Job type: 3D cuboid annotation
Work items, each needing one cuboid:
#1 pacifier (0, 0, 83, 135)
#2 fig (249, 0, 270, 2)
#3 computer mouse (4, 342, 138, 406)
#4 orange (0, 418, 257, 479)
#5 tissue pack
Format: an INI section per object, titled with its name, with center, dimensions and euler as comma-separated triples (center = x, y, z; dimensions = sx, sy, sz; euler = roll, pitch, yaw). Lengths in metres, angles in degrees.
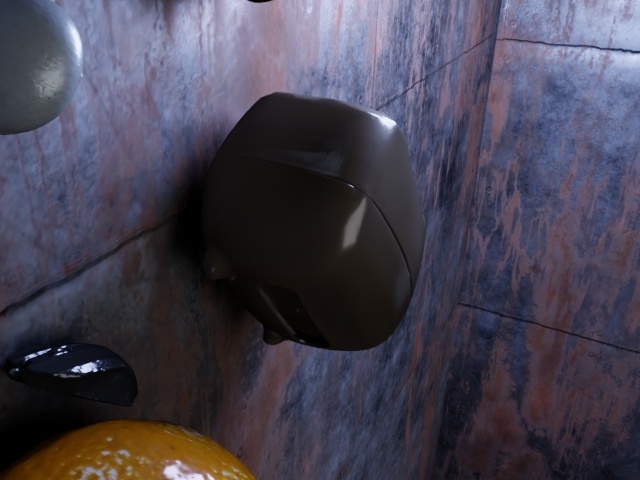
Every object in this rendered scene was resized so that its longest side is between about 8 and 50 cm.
[pacifier]
center = -0.252, -0.125, 0.413
dimensions = 0.227, 0.207, 0.279
euler = 2, -106, 70
[fig]
center = -0.095, -0.392, 0.789
dimensions = 0.236, 0.124, 0.124
euler = 56, 49, -30
[computer mouse]
center = -0.252, 0.134, 0.717
dimensions = 0.172, 0.099, 0.057
euler = 40, 65, -62
[orange]
center = -0.195, 0.398, 0.693
dimensions = 0.424, 0.326, 0.424
euler = 6, 90, -68
[tissue pack]
center = 0.000, 0.000, 0.984
dimensions = 0.387, 0.267, 0.277
euler = 63, 43, -59
